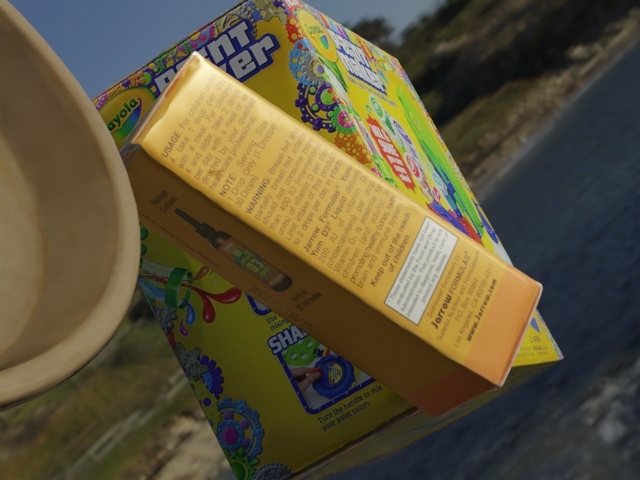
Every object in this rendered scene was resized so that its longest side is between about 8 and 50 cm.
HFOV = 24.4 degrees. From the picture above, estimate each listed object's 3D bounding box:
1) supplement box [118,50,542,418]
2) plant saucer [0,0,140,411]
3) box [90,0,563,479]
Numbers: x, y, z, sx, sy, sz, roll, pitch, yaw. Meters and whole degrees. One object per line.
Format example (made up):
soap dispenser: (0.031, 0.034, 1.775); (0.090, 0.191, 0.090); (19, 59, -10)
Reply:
supplement box: (0.000, 0.000, 0.803); (0.078, 0.233, 0.080); (-38, 22, 59)
plant saucer: (-0.181, -0.045, 0.445); (0.041, 0.278, 0.278); (-49, -2, 25)
box: (0.007, 0.008, 1.043); (0.177, 0.279, 0.290); (-31, -12, 15)
